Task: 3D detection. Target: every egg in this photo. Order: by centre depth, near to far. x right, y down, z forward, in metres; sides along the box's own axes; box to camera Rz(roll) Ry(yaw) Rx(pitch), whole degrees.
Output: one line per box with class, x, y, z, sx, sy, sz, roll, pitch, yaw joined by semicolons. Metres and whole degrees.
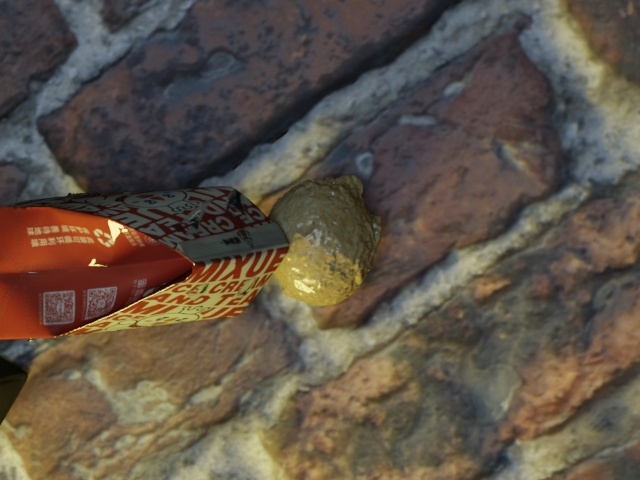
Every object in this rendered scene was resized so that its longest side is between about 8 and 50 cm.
egg;0.000;0.000;1.300;0.118;0.116;0.140;-4;112;-29

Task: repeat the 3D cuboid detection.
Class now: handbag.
handbag;-0.190;0.025;1.264;0.298;0.171;0.151;-1;96;37

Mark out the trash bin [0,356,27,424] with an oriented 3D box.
trash bin;-0.471;0.142;1.383;0.225;0.165;0.115;33;101;10
